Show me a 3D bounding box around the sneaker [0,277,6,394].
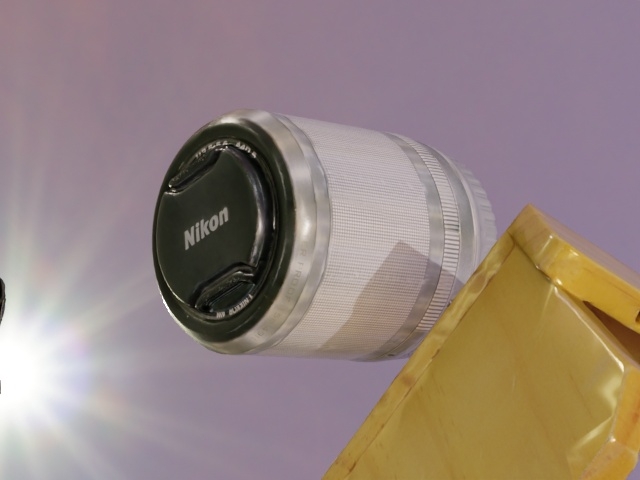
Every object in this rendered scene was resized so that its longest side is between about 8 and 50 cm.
[{"bbox_3d":[-0.252,0.027,1.276,0.089,0.051,0.170,-6,-100,62],"label":"sneaker"}]

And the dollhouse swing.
[{"bbox_3d":[0.175,0.206,1.306,0.315,0.347,0.305,30,10,-34],"label":"dollhouse swing"}]

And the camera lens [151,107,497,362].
[{"bbox_3d":[0.000,0.000,1.632,0.219,0.274,0.219,-7,-100,47],"label":"camera lens"}]
